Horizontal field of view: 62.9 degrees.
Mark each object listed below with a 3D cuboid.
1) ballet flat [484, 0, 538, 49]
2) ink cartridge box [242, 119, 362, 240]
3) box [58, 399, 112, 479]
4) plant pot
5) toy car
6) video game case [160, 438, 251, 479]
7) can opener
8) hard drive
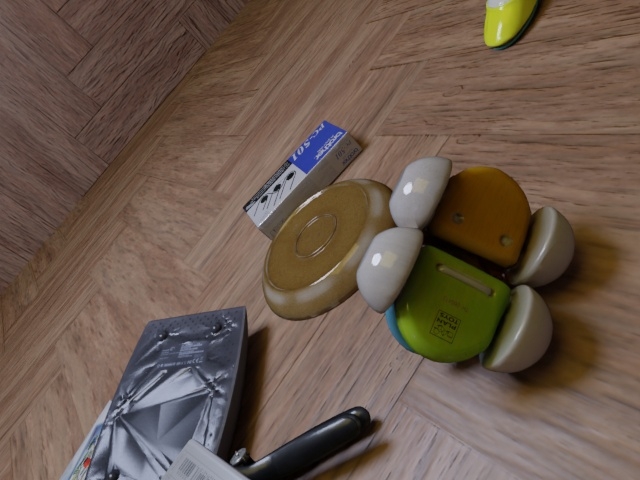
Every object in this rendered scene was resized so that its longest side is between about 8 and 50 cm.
[{"bbox_3d":[0.286,-0.383,0.759,0.077,0.077,0.231,10,63,54],"label":"ballet flat"},{"bbox_3d":[-0.033,-0.100,0.864,0.207,0.046,0.097,-46,32,1],"label":"ink cartridge box"},{"bbox_3d":[-0.305,0.345,0.698,0.159,0.044,0.233,-1,54,50],"label":"box"},{"bbox_3d":[0.000,0.000,0.725,0.236,0.032,0.236,-32,34,25],"label":"plant pot"},{"bbox_3d":[0.117,0.027,0.468,0.182,0.159,0.136,-64,0,-24],"label":"toy car"},{"bbox_3d":[-0.107,0.286,0.406,0.227,0.026,0.206,5,51,49],"label":"video game case"},{"bbox_3d":[-0.029,0.214,0.510,0.186,0.073,0.059,-38,-7,12],"label":"can opener"},{"bbox_3d":[-0.175,0.203,0.644,0.172,0.054,0.254,-11,42,16],"label":"hard drive"}]
